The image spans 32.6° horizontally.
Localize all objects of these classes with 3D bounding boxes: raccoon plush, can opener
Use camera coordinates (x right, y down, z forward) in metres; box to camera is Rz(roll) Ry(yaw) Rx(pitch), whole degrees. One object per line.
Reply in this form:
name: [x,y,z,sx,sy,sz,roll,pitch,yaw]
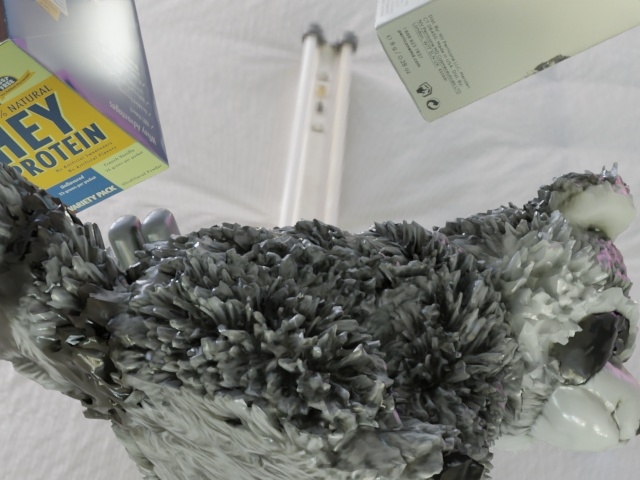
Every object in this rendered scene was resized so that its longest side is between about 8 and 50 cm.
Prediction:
raccoon plush: [0.000,0.000,0.642,0.446,0.216,0.299,44,-125,-9]
can opener: [-0.142,0.084,1.183,0.076,0.283,0.095,-10,-153,16]

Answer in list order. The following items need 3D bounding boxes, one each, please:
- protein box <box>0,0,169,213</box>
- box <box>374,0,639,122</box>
protein box: [-0.240,-0.150,0.848,0.136,0.200,0.201,-24,-120,15]
box: [0.182,-0.201,0.827,0.275,0.094,0.113,-23,-153,20]
